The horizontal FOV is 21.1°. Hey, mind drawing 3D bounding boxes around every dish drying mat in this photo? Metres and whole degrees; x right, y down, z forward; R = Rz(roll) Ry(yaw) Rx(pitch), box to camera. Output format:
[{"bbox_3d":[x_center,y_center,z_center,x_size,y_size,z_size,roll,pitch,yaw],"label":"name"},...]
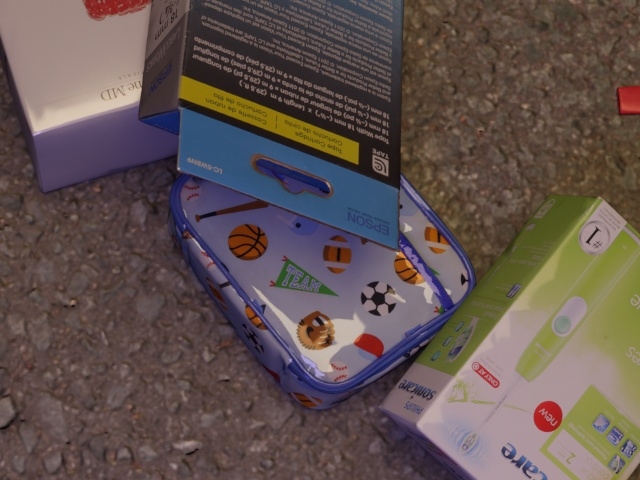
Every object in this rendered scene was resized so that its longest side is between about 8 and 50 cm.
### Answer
[{"bbox_3d":[0.366,-0.154,1.882,0.083,0.008,0.032,-2,73,-6],"label":"dish drying mat"}]

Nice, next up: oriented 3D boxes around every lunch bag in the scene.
[{"bbox_3d":[0.000,0.000,1.751,0.243,0.115,0.303,-34,79,-16],"label":"lunch bag"}]

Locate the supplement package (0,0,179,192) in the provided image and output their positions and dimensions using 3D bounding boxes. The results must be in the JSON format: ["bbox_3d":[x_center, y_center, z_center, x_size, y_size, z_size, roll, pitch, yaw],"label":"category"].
[{"bbox_3d":[-0.249,-0.229,1.770,0.177,0.175,0.293,-17,75,-11],"label":"supplement package"}]

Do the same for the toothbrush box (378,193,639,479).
[{"bbox_3d":[0.232,0.125,1.671,0.206,0.122,0.283,42,82,-14],"label":"toothbrush box"}]

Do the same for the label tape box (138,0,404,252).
[{"bbox_3d":[-0.045,-0.145,1.644,0.240,0.106,0.334,20,55,-25],"label":"label tape box"}]
